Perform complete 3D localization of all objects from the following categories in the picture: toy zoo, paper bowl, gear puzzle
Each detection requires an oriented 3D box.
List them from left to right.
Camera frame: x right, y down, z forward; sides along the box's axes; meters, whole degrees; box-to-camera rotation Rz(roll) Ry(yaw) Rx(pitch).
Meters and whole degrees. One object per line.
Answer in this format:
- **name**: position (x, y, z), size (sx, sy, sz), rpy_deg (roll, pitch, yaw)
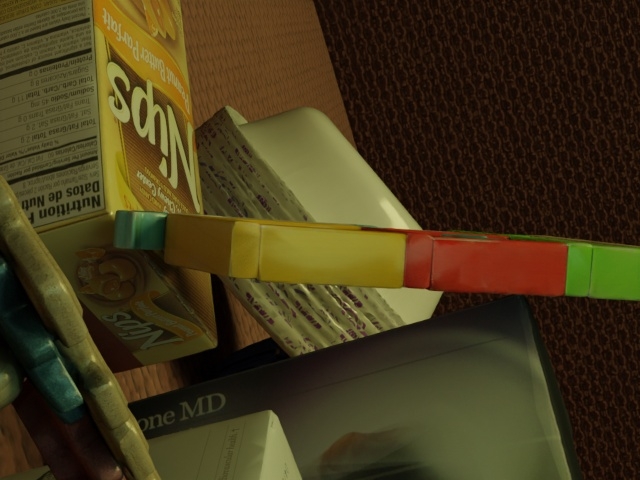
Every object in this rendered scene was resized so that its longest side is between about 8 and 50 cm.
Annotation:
- **gear puzzle**: position (-0.166, -0.032, 0.533), size (0.339, 0.044, 0.175), rpy_deg (49, -17, 36)
- **paper bowl**: position (0.000, 0.000, 1.169), size (0.284, 0.148, 0.284), rpy_deg (50, 3, -3)
- **toy zoo**: position (0.030, 0.007, 0.772), size (0.192, 0.293, 0.030), rpy_deg (-170, -96, -75)

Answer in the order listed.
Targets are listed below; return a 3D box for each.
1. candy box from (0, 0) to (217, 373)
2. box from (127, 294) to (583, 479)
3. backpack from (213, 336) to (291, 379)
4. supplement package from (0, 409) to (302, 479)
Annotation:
- **candy box**: position (-0.151, -0.092, 0.917), size (0.183, 0.087, 0.316), rpy_deg (59, 17, -56)
- **box**: position (0.018, 0.224, 0.755), size (0.183, 0.296, 0.294), rpy_deg (61, 15, -53)
- **backpack**: position (-0.042, 0.140, 1.153), size (0.101, 0.098, 0.120), rpy_deg (59, 19, -47)
- **supplement package**: position (-0.091, 0.158, 0.567), size (0.105, 0.179, 0.105), rpy_deg (-83, 156, -67)
